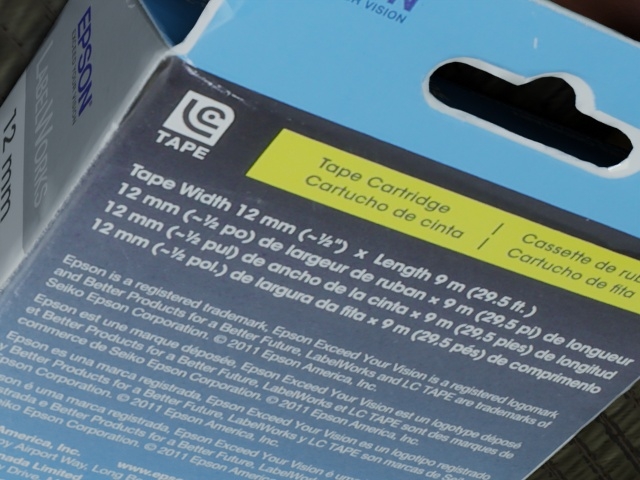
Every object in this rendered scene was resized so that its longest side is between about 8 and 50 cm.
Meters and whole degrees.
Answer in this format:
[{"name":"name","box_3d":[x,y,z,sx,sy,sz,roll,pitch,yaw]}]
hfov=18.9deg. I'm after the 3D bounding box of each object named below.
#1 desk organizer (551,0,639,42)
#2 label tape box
[{"name":"desk organizer","box_3d":[0.125,-0.090,0.733,0.130,0.047,0.050,12,136,-20]},{"name":"label tape box","box_3d":[0.000,0.000,0.757,0.249,0.115,0.347,19,132,-25]}]
